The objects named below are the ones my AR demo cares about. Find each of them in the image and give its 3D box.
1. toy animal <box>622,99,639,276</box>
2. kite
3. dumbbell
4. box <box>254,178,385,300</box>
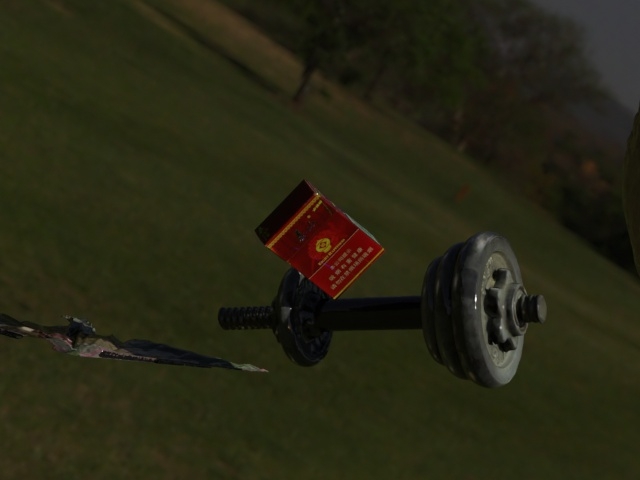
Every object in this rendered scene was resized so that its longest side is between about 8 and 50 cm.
[{"bbox_3d":[0.380,-0.020,1.456,0.226,0.188,0.358,-153,-135,-70],"label":"toy animal"},{"bbox_3d":[-0.193,0.073,1.259,0.323,0.013,0.268,12,0,-7],"label":"kite"},{"bbox_3d":[0.041,0.053,1.157,0.254,0.110,0.110,-3,-10,26],"label":"dumbbell"},{"bbox_3d":[0.000,0.000,1.108,0.082,0.051,0.023,39,8,-39],"label":"box"}]
